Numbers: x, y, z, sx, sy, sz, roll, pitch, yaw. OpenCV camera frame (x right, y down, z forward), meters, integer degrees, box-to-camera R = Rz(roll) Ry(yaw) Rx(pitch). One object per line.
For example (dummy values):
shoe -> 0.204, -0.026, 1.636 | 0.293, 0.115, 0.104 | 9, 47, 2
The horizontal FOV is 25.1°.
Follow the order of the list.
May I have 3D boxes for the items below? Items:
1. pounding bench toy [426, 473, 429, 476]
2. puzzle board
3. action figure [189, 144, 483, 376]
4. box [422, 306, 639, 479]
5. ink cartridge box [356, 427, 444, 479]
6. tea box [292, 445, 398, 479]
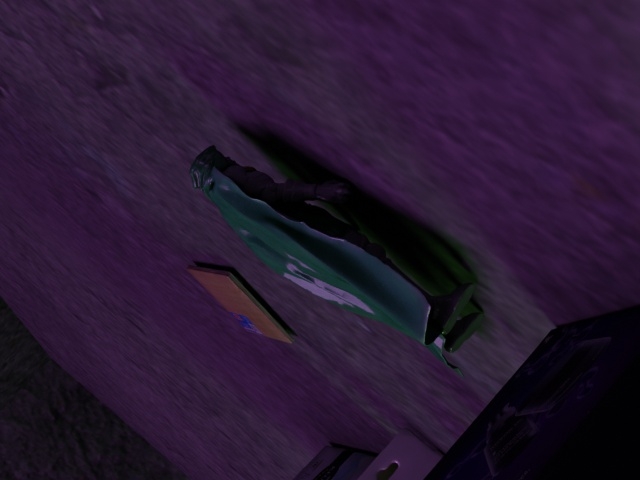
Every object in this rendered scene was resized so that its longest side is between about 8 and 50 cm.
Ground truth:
pounding bench toy -> 0.137, 0.185, 1.114 | 0.052, 0.065, 0.083 | 50, 164, -20
puzzle board -> -0.080, 0.061, 1.441 | 0.096, 0.011, 0.128 | 47, 165, -18
action figure -> 0.000, 0.000, 0.966 | 0.232, 0.063, 0.137 | 32, 164, 24
box -> 0.107, 0.162, 0.753 | 0.103, 0.261, 0.184 | 43, 165, 0
ink cartridge box -> 0.115, 0.271, 1.335 | 0.180, 0.104, 0.060 | 39, 166, 16
tea box -> 0.019, 0.419, 1.551 | 0.220, 0.329, 0.323 | 47, 163, -11
